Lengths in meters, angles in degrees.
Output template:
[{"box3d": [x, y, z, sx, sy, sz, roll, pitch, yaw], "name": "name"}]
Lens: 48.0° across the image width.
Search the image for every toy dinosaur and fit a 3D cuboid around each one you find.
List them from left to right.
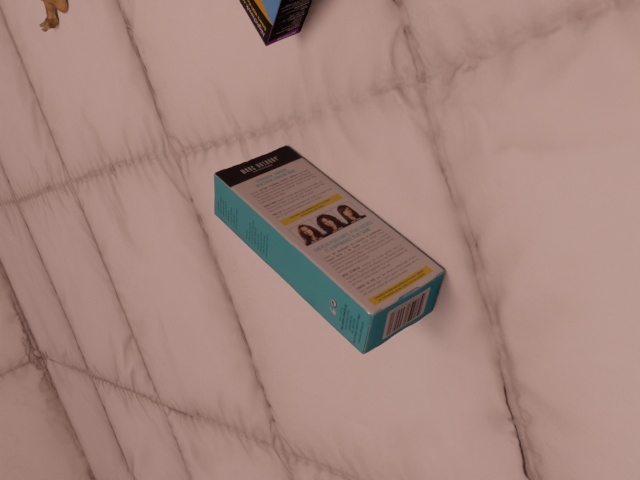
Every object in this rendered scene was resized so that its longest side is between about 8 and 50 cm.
[{"box3d": [-0.425, -0.398, 1.114, 0.092, 0.053, 0.183, 48, 155, -4], "name": "toy dinosaur"}]

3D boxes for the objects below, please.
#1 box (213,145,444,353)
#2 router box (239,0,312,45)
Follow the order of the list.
[{"box3d": [0.000, 0.000, 0.731, 0.244, 0.100, 0.060, 41, 141, 32], "name": "box"}, {"box3d": [-0.063, -0.289, 0.649, 0.179, 0.046, 0.133, 61, 160, 8], "name": "router box"}]
